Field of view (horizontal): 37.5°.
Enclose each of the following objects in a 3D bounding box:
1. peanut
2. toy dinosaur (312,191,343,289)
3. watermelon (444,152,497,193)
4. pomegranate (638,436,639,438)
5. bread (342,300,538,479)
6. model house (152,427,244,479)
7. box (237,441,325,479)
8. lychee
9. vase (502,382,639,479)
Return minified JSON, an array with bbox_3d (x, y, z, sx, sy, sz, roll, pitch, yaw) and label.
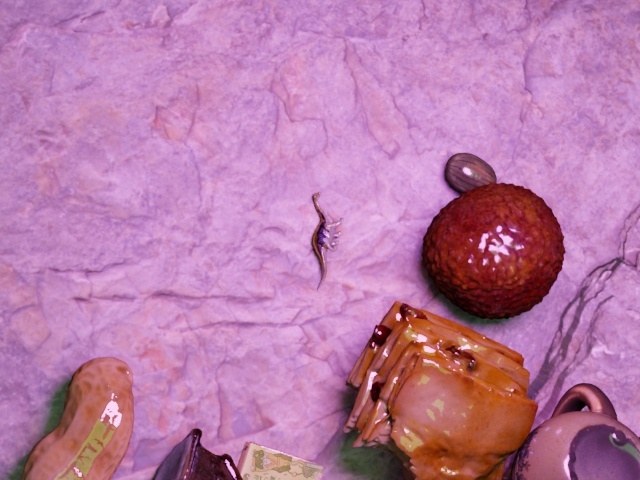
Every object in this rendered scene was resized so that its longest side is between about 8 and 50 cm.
[{"bbox_3d":[-0.393,0.337,1.549,0.147,0.147,0.305,29,76,-7],"label":"peanut"},{"bbox_3d":[0.015,-0.001,1.749,0.058,0.037,0.180,-3,74,10],"label":"toy dinosaur"},{"bbox_3d":[0.290,-0.123,1.810,0.111,0.078,0.078,31,76,-8],"label":"watermelon"},{"bbox_3d":[0.630,0.465,1.707,0.211,0.263,0.210,-1,107,-4],"label":"pomegranate"},{"bbox_3d":[0.197,0.322,1.606,0.314,0.191,0.369,23,86,-15],"label":"bread"},{"bbox_3d":[-0.207,0.435,1.605,0.152,0.106,0.165,36,111,-17],"label":"model house"},{"bbox_3d":[-0.072,0.411,1.669,0.149,0.020,0.073,20,78,-9],"label":"box"},{"bbox_3d":[0.318,0.022,1.711,0.261,0.260,0.260,2,81,-12],"label":"lychee"},{"bbox_3d":[0.443,0.406,1.676,0.241,0.302,0.329,21,57,-4],"label":"vase"}]
